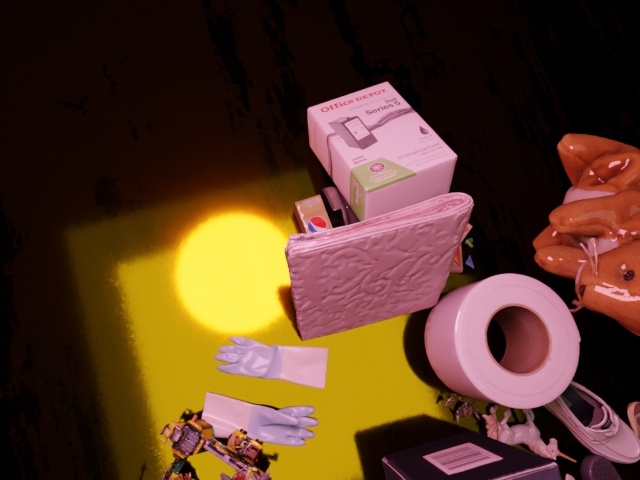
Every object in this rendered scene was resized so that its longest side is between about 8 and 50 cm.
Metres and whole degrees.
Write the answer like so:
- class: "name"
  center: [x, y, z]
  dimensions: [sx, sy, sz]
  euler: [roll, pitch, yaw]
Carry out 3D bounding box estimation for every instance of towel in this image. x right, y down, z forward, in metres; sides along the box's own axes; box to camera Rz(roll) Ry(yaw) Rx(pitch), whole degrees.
- class: "towel"
  center: [0.099, 0.062, 0.865]
  dimensions: [0.317, 0.331, 0.053]
  euler: [-14, 55, -8]

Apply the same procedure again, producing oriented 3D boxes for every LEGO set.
- class: "LEGO set"
  center: [-0.232, 0.461, 0.758]
  dimensions: [0.255, 0.192, 0.331]
  euler: [34, 78, 17]
- class: "LEGO set"
  center: [0.292, 0.341, 0.963]
  dimensions: [0.054, 0.023, 0.083]
  euler: [-37, 104, 1]

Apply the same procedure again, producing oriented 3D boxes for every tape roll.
- class: "tape roll"
  center: [0.351, 0.198, 0.934]
  dimensions: [0.246, 0.169, 0.246]
  euler: [1, 76, -6]

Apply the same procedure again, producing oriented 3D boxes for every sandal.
- class: "sandal"
  center: [0.598, 0.554, 0.941]
  dimensions: [0.097, 0.054, 0.254]
  euler: [-17, 77, -28]

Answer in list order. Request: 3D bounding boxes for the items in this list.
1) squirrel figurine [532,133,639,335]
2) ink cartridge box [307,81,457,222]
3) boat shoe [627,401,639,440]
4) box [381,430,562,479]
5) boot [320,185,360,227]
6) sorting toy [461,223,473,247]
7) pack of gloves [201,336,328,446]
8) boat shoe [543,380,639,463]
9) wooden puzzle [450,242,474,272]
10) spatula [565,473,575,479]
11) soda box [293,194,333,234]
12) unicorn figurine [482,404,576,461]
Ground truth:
- class: "squirrel figurine"
  center: [0.611, 0.022, 0.845]
  dimensions: [0.397, 0.281, 0.370]
  euler: [10, 34, 6]
- class: "ink cartridge box"
  center: [0.115, -0.187, 0.972]
  dimensions: [0.199, 0.114, 0.272]
  euler: [-22, 55, -12]
- class: "boat shoe"
  center: [0.696, 0.418, 0.984]
  dimensions: [0.056, 0.049, 0.152]
  euler: [-16, 79, -11]
- class: "box"
  center: [0.278, 0.562, 0.773]
  dimensions: [0.212, 0.293, 0.395]
  euler: [-12, 78, -9]
- class: "boot"
  center: [0.145, -0.054, 1.010]
  dimensions: [0.229, 0.091, 0.262]
  euler: [-21, 78, -11]
- class: "sorting toy"
  center: [0.316, -0.022, 1.056]
  dimensions: [0.083, 0.012, 0.062]
  euler: [37, 68, 9]
- class: "pack of gloves"
  center: [-0.106, 0.295, 0.918]
  dimensions: [0.232, 0.046, 0.195]
  euler: [9, 77, -5]
- class: "boat shoe"
  center: [0.559, 0.370, 0.961]
  dimensions: [0.258, 0.084, 0.095]
  euler: [34, 75, 2]
- class: "wooden puzzle"
  center: [0.283, 0.034, 1.045]
  dimensions: [0.116, 0.014, 0.078]
  euler: [-3, 77, -8]
- class: "spatula"
  center: [0.482, 0.590, 0.936]
  dimensions: [0.168, 0.019, 0.241]
  euler: [18, 76, -8]
- class: "soda box"
  center: [0.000, 0.000, 0.993]
  dimensions: [0.058, 0.061, 0.181]
  euler: [-18, 80, -11]
- class: "unicorn figurine"
  center: [0.416, 0.390, 0.959]
  dimensions: [0.162, 0.060, 0.111]
  euler: [-6, 77, 8]
